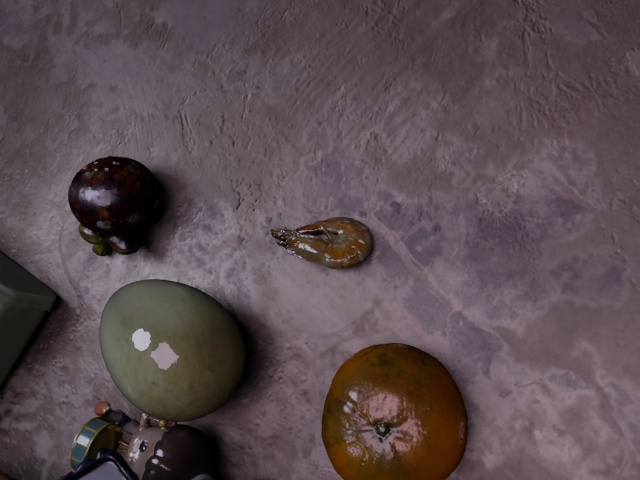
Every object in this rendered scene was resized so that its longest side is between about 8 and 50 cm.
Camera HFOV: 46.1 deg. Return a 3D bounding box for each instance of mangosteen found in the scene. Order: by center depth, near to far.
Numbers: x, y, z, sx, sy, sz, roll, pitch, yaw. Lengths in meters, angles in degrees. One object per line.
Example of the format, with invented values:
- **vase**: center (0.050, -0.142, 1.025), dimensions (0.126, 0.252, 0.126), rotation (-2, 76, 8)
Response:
- **mangosteen**: center (-0.377, -0.065, 1.396), dimensions (0.172, 0.172, 0.184), rotation (-12, 103, 15)

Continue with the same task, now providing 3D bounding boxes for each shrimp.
- **shrimp**: center (0.000, 0.000, 1.323), dimensions (0.190, 0.042, 0.101), rotation (8, 62, 19)

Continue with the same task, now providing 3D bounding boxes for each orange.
- **orange**: center (0.110, 0.279, 1.166), dimensions (0.240, 0.171, 0.240), rotation (-3, 78, 17)

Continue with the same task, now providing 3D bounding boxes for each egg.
- **egg**: center (-0.261, 0.176, 1.277), dimensions (0.295, 0.218, 0.218), rotation (32, 91, 30)

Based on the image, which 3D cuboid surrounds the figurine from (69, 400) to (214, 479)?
- **figurine**: center (-0.282, 0.377, 1.278), dimensions (0.275, 0.158, 0.161), rotation (10, 93, 19)

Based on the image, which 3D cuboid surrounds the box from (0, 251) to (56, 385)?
- **box**: center (-0.748, 0.161, 1.458), dimensions (0.352, 0.177, 0.344), rotation (31, 93, 19)

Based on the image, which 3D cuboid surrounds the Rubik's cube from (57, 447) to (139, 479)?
- **Rubik's cube**: center (-0.336, 0.588, 1.072), dimensions (0.362, 0.359, 0.363), rotation (-28, 58, -34)

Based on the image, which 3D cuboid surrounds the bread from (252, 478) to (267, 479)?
- **bread**: center (-0.089, 0.514, 1.224), dimensions (0.134, 0.081, 0.225), rotation (9, 70, 26)

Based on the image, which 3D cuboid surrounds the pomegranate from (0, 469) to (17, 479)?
- **pomegranate**: center (-0.634, 0.543, 1.295), dimensions (0.322, 0.322, 0.322), rotation (-3, 79, 17)
